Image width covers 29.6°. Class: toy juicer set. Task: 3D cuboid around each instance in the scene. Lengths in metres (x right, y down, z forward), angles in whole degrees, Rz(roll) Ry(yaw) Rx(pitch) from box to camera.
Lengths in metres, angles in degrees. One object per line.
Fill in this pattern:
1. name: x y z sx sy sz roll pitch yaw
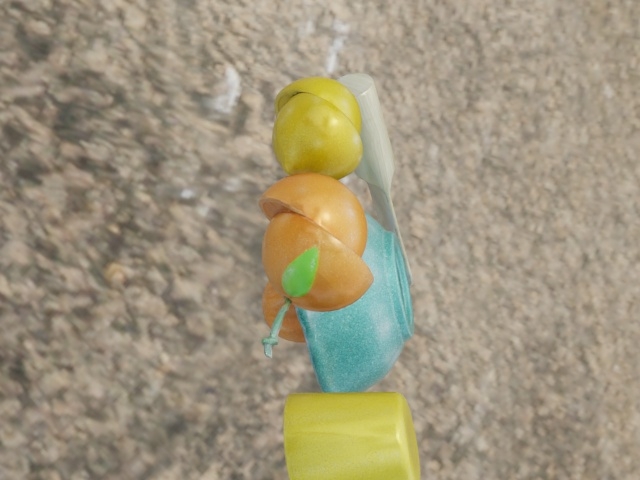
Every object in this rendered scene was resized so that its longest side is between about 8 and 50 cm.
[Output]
1. toy juicer set: 0.000 0.000 0.724 0.089 0.329 0.209 -11 110 10
